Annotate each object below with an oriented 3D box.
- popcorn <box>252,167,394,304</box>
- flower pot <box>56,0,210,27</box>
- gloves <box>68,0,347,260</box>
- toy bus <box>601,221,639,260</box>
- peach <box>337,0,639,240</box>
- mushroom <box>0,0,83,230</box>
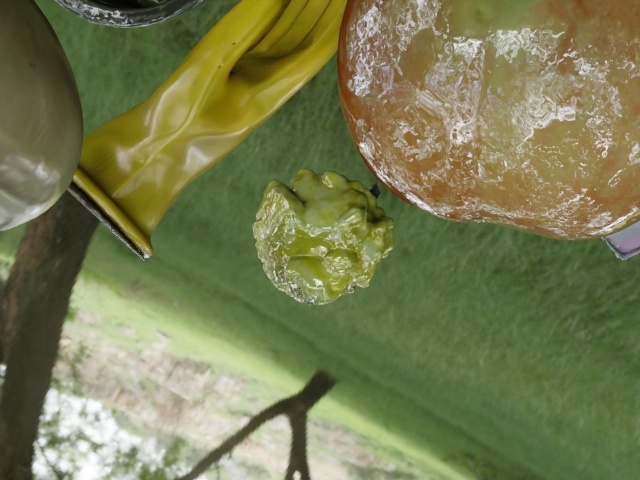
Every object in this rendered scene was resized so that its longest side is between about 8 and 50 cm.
[{"bbox_3d":[0.006,-0.007,0.977,0.173,0.174,0.142,25,-147,28],"label":"popcorn"},{"bbox_3d":[-0.183,-0.326,0.904,0.235,0.235,0.148,29,180,5],"label":"flower pot"},{"bbox_3d":[-0.079,-0.128,0.674,0.133,0.294,0.116,31,164,51],"label":"gloves"},{"bbox_3d":[0.494,-0.095,1.103,0.138,0.316,0.112,53,-165,-35],"label":"toy bus"},{"bbox_3d":[0.141,-0.114,0.554,0.252,0.253,0.252,29,172,5],"label":"peach"},{"bbox_3d":[-0.198,-0.028,0.327,0.204,0.204,0.204,29,172,5],"label":"mushroom"}]
